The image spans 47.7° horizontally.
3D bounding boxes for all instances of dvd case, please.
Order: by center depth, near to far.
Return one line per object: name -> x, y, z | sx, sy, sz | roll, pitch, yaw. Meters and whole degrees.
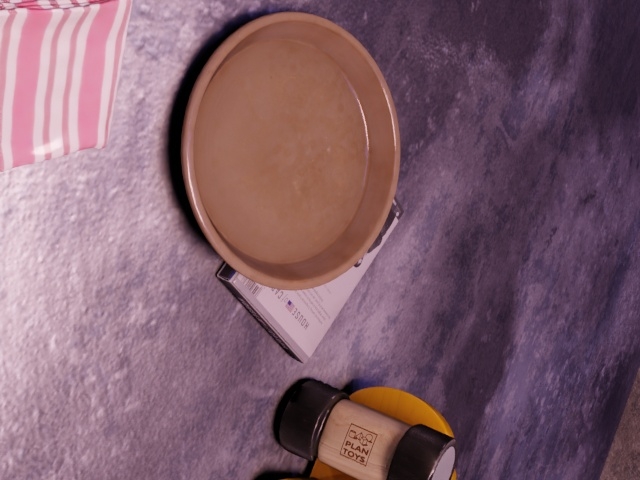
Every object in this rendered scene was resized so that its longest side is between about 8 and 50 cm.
dvd case -> 0.000, 0.000, 0.840 | 0.239, 0.029, 0.179 | -55, 137, -20

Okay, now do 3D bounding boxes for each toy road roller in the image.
toy road roller -> 0.055, 0.346, 0.894 | 0.240, 0.202, 0.329 | 37, 72, -59

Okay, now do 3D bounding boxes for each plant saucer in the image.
plant saucer -> -0.026, -0.088, 0.741 | 0.278, 0.041, 0.278 | -5, 98, -40

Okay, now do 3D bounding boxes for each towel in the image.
towel -> -0.221, -0.101, 0.505 | 0.197, 0.029, 0.144 | -24, 150, -42
